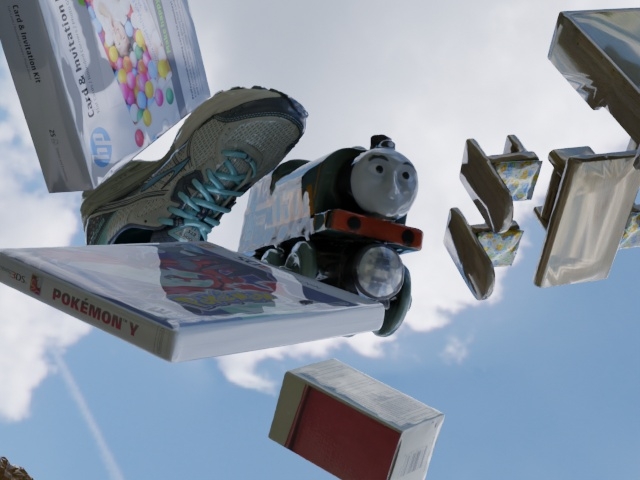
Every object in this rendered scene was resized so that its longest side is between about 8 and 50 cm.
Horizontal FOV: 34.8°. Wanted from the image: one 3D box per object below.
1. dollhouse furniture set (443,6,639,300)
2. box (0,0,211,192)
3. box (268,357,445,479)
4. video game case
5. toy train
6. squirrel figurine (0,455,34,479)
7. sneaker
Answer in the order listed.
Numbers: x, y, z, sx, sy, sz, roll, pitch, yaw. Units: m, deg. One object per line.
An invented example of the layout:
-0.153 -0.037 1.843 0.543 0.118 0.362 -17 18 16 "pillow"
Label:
0.244 -0.043 0.836 0.161 0.212 0.242 -113 -157 -47 "dollhouse furniture set"
-0.140 -0.134 0.680 0.038 0.186 0.145 -2 -66 22 "box"
0.057 0.301 1.656 0.232 0.149 0.126 23 -75 31 "box"
-0.087 0.033 0.688 0.183 0.201 0.023 18 -77 37 "video game case"
0.000 0.000 1.066 0.334 0.142 0.190 164 -64 -69 "toy train"
-0.265 0.256 0.400 0.281 0.370 0.397 -41 -120 60 "squirrel figurine"
-0.122 -0.043 1.027 0.283 0.110 0.122 -32 -135 24 "sneaker"
